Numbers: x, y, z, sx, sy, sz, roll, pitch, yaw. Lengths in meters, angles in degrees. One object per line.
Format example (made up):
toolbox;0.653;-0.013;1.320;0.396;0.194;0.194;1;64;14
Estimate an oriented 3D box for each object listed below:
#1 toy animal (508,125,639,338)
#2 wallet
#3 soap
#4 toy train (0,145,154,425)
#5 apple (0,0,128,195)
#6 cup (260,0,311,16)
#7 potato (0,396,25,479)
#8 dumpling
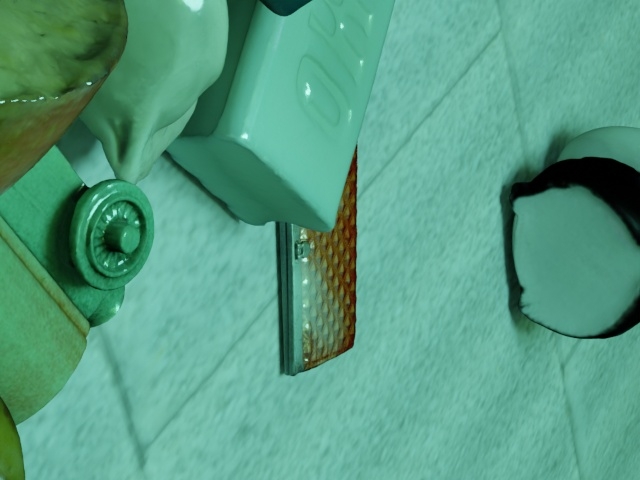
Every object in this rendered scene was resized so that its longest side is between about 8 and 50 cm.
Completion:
toy animal;0.297;-0.014;1.772;0.235;0.165;0.187;-37;127;-56
wallet;0.000;0.000;1.390;0.103;0.020;0.196;-18;110;-58
soap;-0.022;-0.159;1.261;0.160;0.087;0.265;43;57;-54
toy train;-0.204;-0.018;0.952;0.177;0.116;0.285;-56;142;-21
apple;-0.247;-0.096;0.742;0.293;0.163;0.251;27;27;-20
cup;-0.093;-0.271;0.760;0.308;0.292;0.242;14;120;-26
potato;-0.264;0.195;0.812;0.369;0.176;0.195;-55;-179;-32
dumpling;-0.104;-0.152;1.074;0.151;0.124;0.229;-47;145;-42
